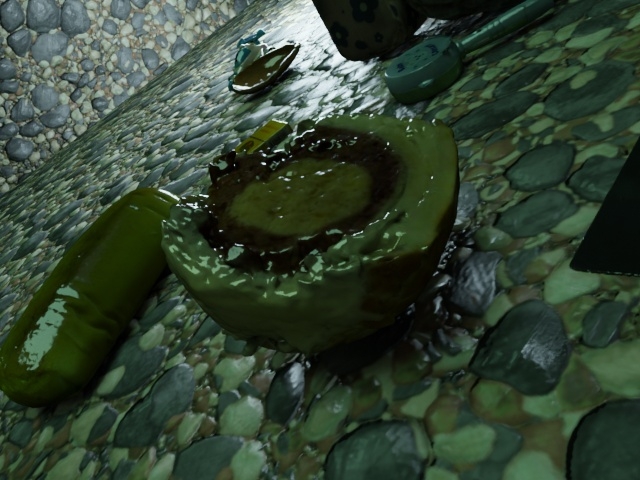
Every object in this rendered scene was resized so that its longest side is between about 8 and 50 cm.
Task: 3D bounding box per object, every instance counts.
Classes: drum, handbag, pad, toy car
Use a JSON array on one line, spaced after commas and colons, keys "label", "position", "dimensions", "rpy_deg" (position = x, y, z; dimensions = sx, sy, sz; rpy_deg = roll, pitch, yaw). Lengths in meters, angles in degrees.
[{"label": "drum", "position": [0.212, -0.277, 0.803], "dimensions": [0.253, 0.049, 0.130], "rpy_deg": [-19, 33, 27]}, {"label": "handbag", "position": [0.098, -0.496, 1.055], "dimensions": [0.193, 0.251, 0.190], "rpy_deg": [-41, 21, -30]}, {"label": "pad", "position": [0.284, -0.040, 0.428], "dimensions": [0.116, 0.004, 0.193], "rpy_deg": [6, 49, 50]}, {"label": "toy car", "position": [-0.200, -0.480, 1.480], "dimensions": [0.126, 0.098, 0.161], "rpy_deg": [-3, 40, 47]}]

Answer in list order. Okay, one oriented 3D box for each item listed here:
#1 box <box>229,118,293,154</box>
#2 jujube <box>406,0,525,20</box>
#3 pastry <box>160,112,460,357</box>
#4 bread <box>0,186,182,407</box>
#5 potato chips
[{"label": "box", "position": [-0.129, -0.168, 1.024], "dimensions": [0.155, 0.023, 0.087], "rpy_deg": [-40, 32, -10]}, {"label": "jujube", "position": [0.266, -0.478, 0.879], "dimensions": [0.317, 0.226, 0.226], "rpy_deg": [3, 46, 45]}, {"label": "pastry", "position": [0.008, -0.004, 0.508], "dimensions": [0.237, 0.170, 0.256], "rpy_deg": [-1, 34, 15]}, {"label": "bread", "position": [-0.323, 0.057, 0.796], "dimensions": [0.166, 0.112, 0.383], "rpy_deg": [-14, 36, 32]}, {"label": "potato chips", "position": [-0.131, -0.419, 1.369], "dimensions": [0.150, 0.049, 0.201], "rpy_deg": [13, 52, 49]}]
